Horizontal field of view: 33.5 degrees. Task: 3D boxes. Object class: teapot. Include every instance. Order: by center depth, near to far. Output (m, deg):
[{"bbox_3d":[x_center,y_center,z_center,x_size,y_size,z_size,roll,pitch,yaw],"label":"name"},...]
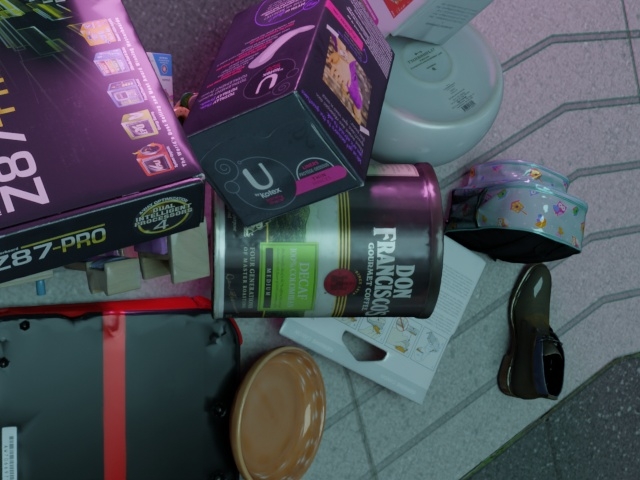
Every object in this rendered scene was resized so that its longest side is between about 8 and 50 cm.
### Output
[{"bbox_3d":[0.121,-0.194,1.468,0.256,0.187,0.252,9,60,-10],"label":"teapot"}]

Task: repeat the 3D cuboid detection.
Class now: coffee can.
[{"bbox_3d":[0.000,0.000,1.349,0.275,0.201,0.201,0,95,-6],"label":"coffee can"}]

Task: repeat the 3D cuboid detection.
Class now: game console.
[{"bbox_3d":[-0.262,0.270,1.365,0.342,0.060,0.386,-2,95,-26],"label":"game console"}]

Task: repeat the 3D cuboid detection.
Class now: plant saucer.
[{"bbox_3d":[-0.062,0.241,1.442,0.200,0.037,0.200,-7,99,-54],"label":"plant saucer"}]

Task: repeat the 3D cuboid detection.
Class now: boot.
[{"bbox_3d":[0.350,0.145,1.661,0.082,0.106,0.219,10,89,-30],"label":"boot"}]

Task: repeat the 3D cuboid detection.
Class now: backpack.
[{"bbox_3d":[0.299,-0.039,1.570,0.166,0.188,0.144,21,84,-28],"label":"backpack"}]

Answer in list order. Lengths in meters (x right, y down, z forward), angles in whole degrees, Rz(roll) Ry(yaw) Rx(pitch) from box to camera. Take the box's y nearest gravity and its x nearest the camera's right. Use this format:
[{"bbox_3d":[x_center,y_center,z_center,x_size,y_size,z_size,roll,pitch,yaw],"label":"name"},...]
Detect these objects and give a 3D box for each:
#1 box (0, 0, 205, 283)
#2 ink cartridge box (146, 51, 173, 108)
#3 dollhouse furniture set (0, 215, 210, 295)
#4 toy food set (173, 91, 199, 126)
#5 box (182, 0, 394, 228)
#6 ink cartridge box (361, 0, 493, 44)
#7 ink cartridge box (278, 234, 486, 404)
[{"bbox_3d":[-0.335,-0.147,1.114,0.318,0.097,0.395,-17,61,-18],"label":"box"},{"bbox_3d":[-0.226,-0.171,1.322,0.088,0.052,0.122,-15,105,-64],"label":"ink cartridge box"},{"bbox_3d":[-0.332,-0.039,1.160,0.303,0.286,0.198,-13,100,-40],"label":"dollhouse furniture set"},{"bbox_3d":[-0.159,-0.155,1.400,0.083,0.020,0.082,47,72,-24],"label":"toy food set"},{"bbox_3d":[-0.031,-0.168,1.228,0.143,0.165,0.270,53,34,-30],"label":"box"},{"bbox_3d":[0.099,-0.418,1.361,0.130,0.272,0.309,-6,64,-53],"label":"ink cartridge box"},{"bbox_3d":[0.084,0.075,1.534,0.275,0.060,0.239,30,81,-27],"label":"ink cartridge box"}]
